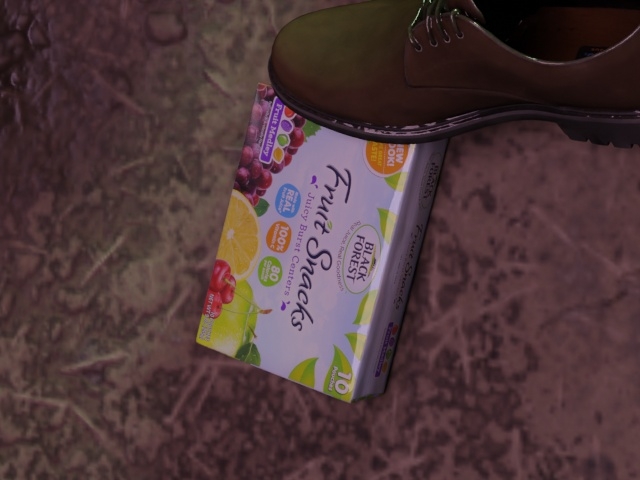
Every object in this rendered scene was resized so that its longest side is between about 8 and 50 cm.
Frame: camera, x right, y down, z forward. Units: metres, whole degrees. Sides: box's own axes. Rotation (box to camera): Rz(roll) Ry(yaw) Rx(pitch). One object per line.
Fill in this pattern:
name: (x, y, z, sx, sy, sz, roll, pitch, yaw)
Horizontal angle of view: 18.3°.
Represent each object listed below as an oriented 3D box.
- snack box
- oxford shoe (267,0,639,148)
snack box: (0.000, 0.000, 1.017, 0.100, 0.037, 0.141, 18, 101, 28)
oxford shoe: (0.068, -0.099, 0.929, 0.227, 0.096, 0.083, 0, 59, 29)
